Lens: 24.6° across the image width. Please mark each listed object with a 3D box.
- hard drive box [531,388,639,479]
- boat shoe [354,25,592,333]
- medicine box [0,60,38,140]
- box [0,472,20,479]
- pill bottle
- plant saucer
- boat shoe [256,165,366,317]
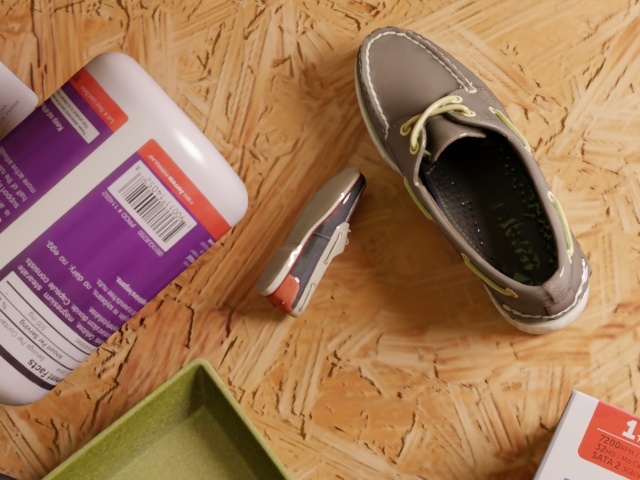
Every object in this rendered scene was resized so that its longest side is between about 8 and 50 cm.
[{"bbox_3d":[0.221,0.255,1.074,0.181,0.089,0.232,22,78,18],"label":"hard drive box"},{"bbox_3d":[0.118,-0.066,1.200,0.109,0.091,0.305,-32,68,1],"label":"boat shoe"},{"bbox_3d":[-0.427,-0.187,1.259,0.263,0.289,0.149,38,84,21],"label":"medicine box"},{"bbox_3d":[-0.373,0.351,1.151,0.318,0.097,0.395,16,85,19],"label":"box"},{"bbox_3d":[-0.228,0.008,1.209,0.323,0.181,0.181,-42,68,-2],"label":"pill bottle"},{"bbox_3d":[-0.112,0.224,1.184,0.188,0.045,0.188,-38,68,-1],"label":"plant saucer"},{"bbox_3d":[0.000,0.000,1.234,0.043,0.049,0.137,38,79,-21],"label":"boat shoe"}]
